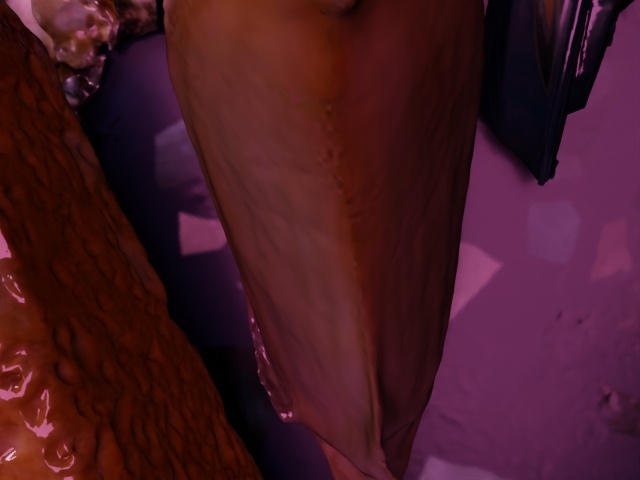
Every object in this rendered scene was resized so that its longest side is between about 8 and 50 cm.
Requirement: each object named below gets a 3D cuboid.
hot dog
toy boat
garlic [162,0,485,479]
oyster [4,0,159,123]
[{"bbox_3d":[-0.188,0.077,0.486,0.223,0.185,0.405,-23,97,15],"label":"hot dog"},{"bbox_3d":[0.137,-0.149,0.493,0.103,0.093,0.246,13,94,14],"label":"toy boat"},{"bbox_3d":[0.001,0.003,0.476,0.151,0.196,0.338,2,118,5],"label":"garlic"},{"bbox_3d":[-0.240,-0.194,0.546,0.354,0.107,0.201,16,116,-6],"label":"oyster"}]
